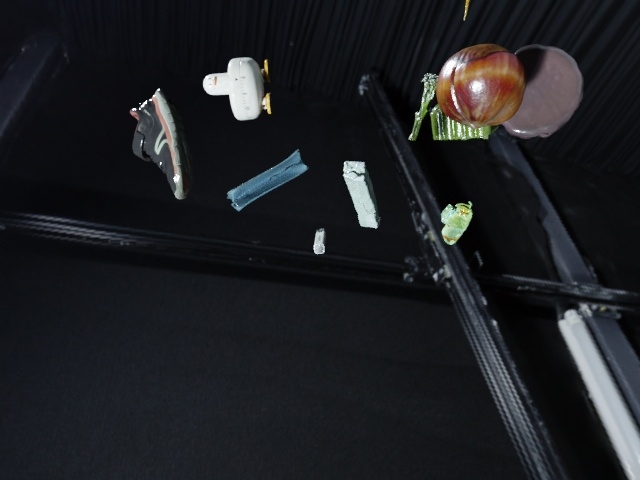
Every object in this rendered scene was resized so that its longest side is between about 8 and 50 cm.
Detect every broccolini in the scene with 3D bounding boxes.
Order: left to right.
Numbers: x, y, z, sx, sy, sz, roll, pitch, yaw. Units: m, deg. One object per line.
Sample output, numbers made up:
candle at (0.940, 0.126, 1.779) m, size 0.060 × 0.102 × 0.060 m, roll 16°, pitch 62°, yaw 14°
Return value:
broccolini at (0.331, -0.425, 1.645) m, size 0.067 × 0.216 × 0.058 m, roll 14°, pitch -166°, yaw -17°

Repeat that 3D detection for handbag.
handbag at (-0.143, -0.155, 1.356) m, size 0.221 × 0.144 × 0.057 m, roll -33°, pitch -82°, yaw -11°

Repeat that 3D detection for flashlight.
flashlight at (0.000, 0.000, 0.924) m, size 0.018 × 0.018 × 0.083 m, roll -5°, pitch -160°, yaw 5°

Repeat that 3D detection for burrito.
burrito at (0.484, -0.070, 1.859) m, size 0.104 × 0.288 × 0.054 m, roll 39°, pitch -107°, yaw 13°

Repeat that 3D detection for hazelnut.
hazelnut at (0.421, -0.404, 1.358) m, size 0.229 × 0.230 × 0.230 m, roll 11°, pitch -135°, yaw -11°

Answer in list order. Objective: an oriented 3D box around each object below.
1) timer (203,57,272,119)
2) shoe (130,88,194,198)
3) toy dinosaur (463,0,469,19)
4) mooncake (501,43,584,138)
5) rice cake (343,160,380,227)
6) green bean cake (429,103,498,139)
timer at (-0.311, -0.578, 1.956) m, size 0.239 × 0.234 × 0.234 m, roll -4°, pitch -133°, yaw 1°
shoe at (-0.416, -0.242, 1.320) m, size 0.136 × 0.114 × 0.291 m, roll -18°, pitch -98°, yaw 3°
toy dinosaur at (0.453, -0.775, 1.546) m, size 0.039 × 0.162 × 0.126 m, roll 25°, pitch 180°, yaw 36°
mooncake at (0.669, -0.461, 1.603) m, size 0.283 × 0.283 × 0.141 m, roll 33°, pitch -162°, yaw 11°
rice cake at (0.127, -0.125, 1.511) m, size 0.066 × 0.336 × 0.063 m, roll 6°, pitch -111°, yaw 18°
green bean cake at (0.601, -0.509, 2.113) m, size 0.246 × 0.157 × 0.250 m, roll 3°, pitch -156°, yaw 31°
